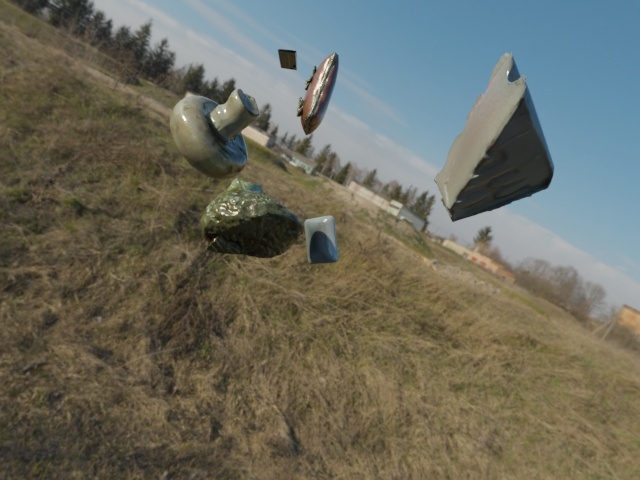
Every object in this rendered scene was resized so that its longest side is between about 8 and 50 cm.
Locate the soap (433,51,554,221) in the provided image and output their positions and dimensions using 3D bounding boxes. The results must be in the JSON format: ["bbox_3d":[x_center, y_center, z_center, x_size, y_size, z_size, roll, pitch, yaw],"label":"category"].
[{"bbox_3d":[0.332,-0.199,0.872,0.302,0.257,0.159,43,39,-40],"label":"soap"}]

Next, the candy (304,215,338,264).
[{"bbox_3d":[0.000,0.000,1.509,0.138,0.174,0.071,-7,-3,40],"label":"candy"}]

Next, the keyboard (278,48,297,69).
[{"bbox_3d":[-0.113,-0.632,1.420,0.063,0.010,0.198,5,7,-3],"label":"keyboard"}]

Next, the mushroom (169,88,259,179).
[{"bbox_3d":[-0.260,-0.291,1.072,0.243,0.244,0.243,28,8,-4],"label":"mushroom"}]

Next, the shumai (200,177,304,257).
[{"bbox_3d":[-0.177,-0.073,1.021,0.255,0.189,0.218,11,38,-37],"label":"shumai"}]

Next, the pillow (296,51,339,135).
[{"bbox_3d":[-0.011,-0.372,1.034,0.075,0.179,0.171,19,-1,-8],"label":"pillow"}]
